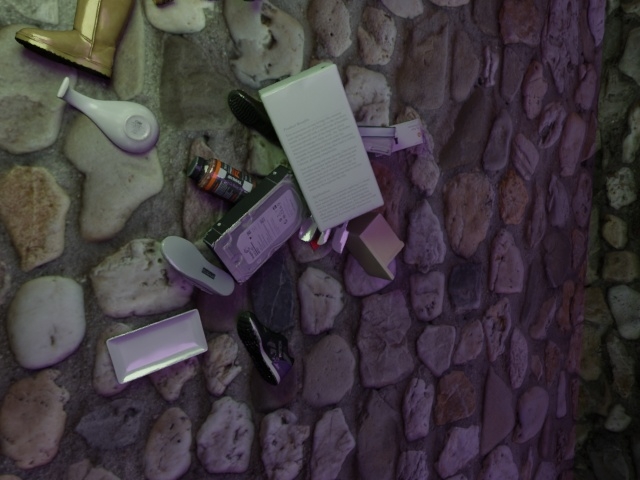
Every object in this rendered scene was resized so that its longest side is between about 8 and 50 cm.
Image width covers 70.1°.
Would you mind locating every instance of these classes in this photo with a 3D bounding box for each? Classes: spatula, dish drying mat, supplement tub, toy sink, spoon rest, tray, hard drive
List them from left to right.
[{"bbox_3d":[-0.569,-0.341,1.240,0.276,0.084,0.137,28,82,-43],"label":"spoon rest"},{"bbox_3d":[-0.488,0.314,1.379,0.270,0.030,0.145,-17,105,-28],"label":"tray"},{"bbox_3d":[-0.301,-0.181,1.389,0.198,0.106,0.106,26,82,-31],"label":"supplement tub"},{"bbox_3d":[-0.189,-0.044,1.434,0.339,0.064,0.237,-45,145,-18],"label":"hard drive"},{"bbox_3d":[0.000,0.000,1.644,0.083,0.008,0.032,-33,110,-22],"label":"dish drying mat"},{"bbox_3d":[0.036,-0.094,1.608,0.168,0.019,0.242,20,85,5],"label":"spatula"},{"bbox_3d":[0.200,0.016,1.681,0.131,0.153,0.234,-47,115,-18],"label":"toy sink"}]

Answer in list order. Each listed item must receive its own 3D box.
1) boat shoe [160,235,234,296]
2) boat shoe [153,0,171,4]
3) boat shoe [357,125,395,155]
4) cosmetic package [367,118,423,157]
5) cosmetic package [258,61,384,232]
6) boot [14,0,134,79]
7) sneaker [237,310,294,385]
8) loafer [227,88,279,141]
[{"bbox_3d":[-0.382,0.085,1.383,0.267,0.088,0.096,39,53,-34],"label":"boat shoe"},{"bbox_3d":[-0.472,-0.738,1.248,0.060,0.064,0.178,-40,116,-23],"label":"boat shoe"},{"bbox_3d":[0.085,-0.318,1.583,0.367,0.136,0.156,-5,109,-22],"label":"boat shoe"},{"bbox_3d":[0.278,-0.388,1.733,0.239,0.060,0.098,-22,107,-27],"label":"cosmetic package"},{"bbox_3d":[0.006,-0.281,1.407,0.230,0.161,0.453,-24,116,-1],"label":"cosmetic package"},{"bbox_3d":[-0.619,-0.584,1.171,0.236,0.089,0.269,13,90,-43],"label":"boot"},{"bbox_3d":[-0.180,0.339,1.539,0.124,0.107,0.283,-38,117,-38],"label":"sneaker"},{"bbox_3d":[-0.197,-0.404,1.453,0.220,0.080,0.078,37,44,-27],"label":"loafer"}]
